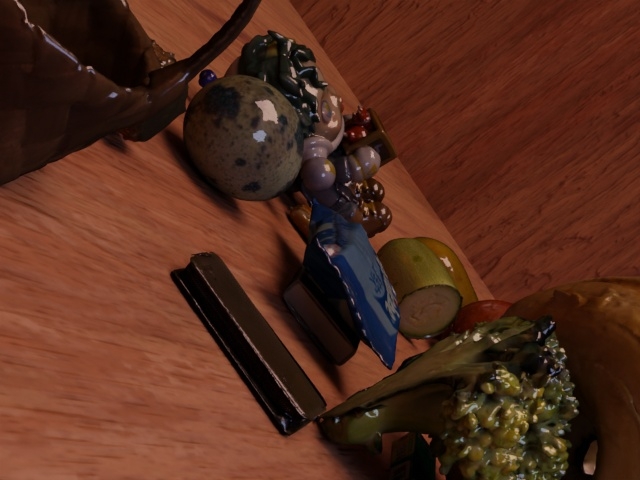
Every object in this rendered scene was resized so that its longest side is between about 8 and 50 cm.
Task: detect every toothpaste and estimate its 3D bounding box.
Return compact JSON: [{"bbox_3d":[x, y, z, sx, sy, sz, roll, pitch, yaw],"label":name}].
[{"bbox_3d":[0.105,0.263,1.597,0.043,0.037,0.178,56,10,-5],"label":"toothpaste"}]

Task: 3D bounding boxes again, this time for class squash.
[{"bbox_3d":[0.147,0.062,2.240,0.123,0.123,0.186,46,13,-36],"label":"squash"}]

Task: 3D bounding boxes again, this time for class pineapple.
[{"bbox_3d":[-0.231,-0.194,1.476,0.198,0.108,0.108,43,8,10],"label":"pineapple"}]

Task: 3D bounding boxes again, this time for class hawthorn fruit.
[{"bbox_3d":[0.291,0.178,2.353,0.173,0.173,0.173,51,10,-13],"label":"hawthorn fruit"}]

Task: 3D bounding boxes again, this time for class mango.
[{"bbox_3d":[0.210,0.092,2.467,0.156,0.114,0.251,45,-11,45],"label":"mango"}]

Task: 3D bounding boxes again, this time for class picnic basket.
[{"bbox_3d":[-0.196,-0.234,1.107,0.293,0.337,0.337,52,10,-10],"label":"picnic basket"}]

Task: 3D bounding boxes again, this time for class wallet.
[{"bbox_3d":[-0.069,0.098,1.375,0.198,0.031,0.110,54,11,6],"label":"wallet"}]

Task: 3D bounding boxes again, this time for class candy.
[{"bbox_3d":[0.039,0.042,1.742,0.187,0.077,0.331,57,9,-10],"label":"candy"}]

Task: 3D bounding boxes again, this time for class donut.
[{"bbox_3d":[0.318,0.240,1.590,0.198,0.449,0.449,10,37,-36],"label":"donut"}]

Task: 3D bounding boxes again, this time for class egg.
[{"bbox_3d":[-0.090,-0.121,1.712,0.181,0.141,0.141,55,6,-46],"label":"egg"}]

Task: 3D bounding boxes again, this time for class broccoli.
[{"bbox_3d":[0.153,0.205,1.470,0.180,0.273,0.242,66,-14,-8],"label":"broccoli"}]

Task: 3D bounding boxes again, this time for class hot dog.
[{"bbox_3d":[0.000,0.000,2.018,0.133,0.041,0.056,46,10,-1],"label":"hot dog"}]

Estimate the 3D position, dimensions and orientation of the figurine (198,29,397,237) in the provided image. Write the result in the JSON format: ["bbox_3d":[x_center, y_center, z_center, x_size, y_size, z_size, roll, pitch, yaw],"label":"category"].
[{"bbox_3d":[-0.011,-0.149,2.029,0.382,0.186,0.261,46,9,-41],"label":"figurine"}]

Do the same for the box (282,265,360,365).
[{"bbox_3d":[0.006,0.086,1.743,0.115,0.036,0.177,52,10,-3],"label":"box"}]
